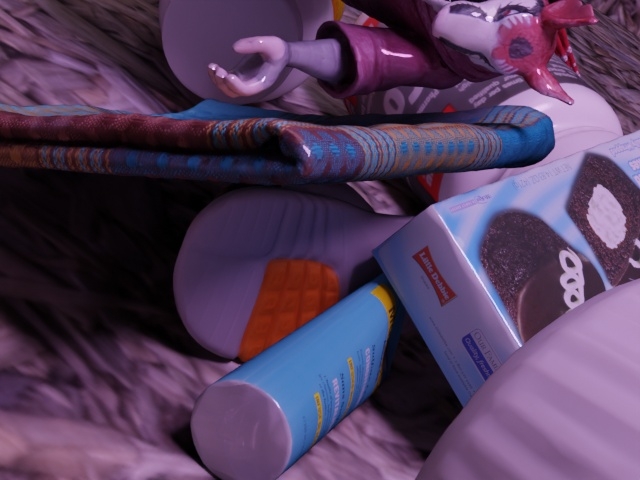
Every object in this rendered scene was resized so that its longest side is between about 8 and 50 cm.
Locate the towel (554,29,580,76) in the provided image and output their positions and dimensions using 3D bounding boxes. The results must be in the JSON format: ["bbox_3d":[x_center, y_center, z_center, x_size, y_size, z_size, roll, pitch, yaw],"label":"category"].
[{"bbox_3d":[0.214,-0.138,1.314,0.275,0.031,0.199,62,0,-37],"label":"towel"}]

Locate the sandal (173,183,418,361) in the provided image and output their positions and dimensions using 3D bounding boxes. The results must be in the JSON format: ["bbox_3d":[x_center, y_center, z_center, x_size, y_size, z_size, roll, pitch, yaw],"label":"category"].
[{"bbox_3d":[-0.004,0.009,0.792,0.076,0.102,0.265,37,18,33],"label":"sandal"}]

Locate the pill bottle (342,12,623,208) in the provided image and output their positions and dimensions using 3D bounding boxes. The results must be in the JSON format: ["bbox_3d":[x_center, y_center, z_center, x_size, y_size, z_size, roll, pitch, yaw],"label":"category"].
[{"bbox_3d":[0.141,-0.085,1.106,0.161,0.161,0.283,15,26,-37],"label":"pill bottle"}]

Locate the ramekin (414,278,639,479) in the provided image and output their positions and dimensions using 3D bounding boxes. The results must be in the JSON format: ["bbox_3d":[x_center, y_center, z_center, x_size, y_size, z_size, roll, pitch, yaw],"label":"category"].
[{"bbox_3d":[0.138,0.133,0.497,0.273,0.272,0.127,12,16,-42],"label":"ramekin"}]

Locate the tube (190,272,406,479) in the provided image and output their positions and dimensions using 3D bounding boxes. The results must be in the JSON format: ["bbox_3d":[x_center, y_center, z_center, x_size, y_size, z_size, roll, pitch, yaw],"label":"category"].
[{"bbox_3d":[0.004,0.067,0.713,0.052,0.080,0.207,24,22,18],"label":"tube"}]

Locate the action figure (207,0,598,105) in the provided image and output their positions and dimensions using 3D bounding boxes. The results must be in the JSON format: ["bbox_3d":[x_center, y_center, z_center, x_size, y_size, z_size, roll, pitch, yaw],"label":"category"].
[{"bbox_3d":[0.046,-0.180,0.878,0.370,0.248,0.276,48,9,35],"label":"action figure"}]

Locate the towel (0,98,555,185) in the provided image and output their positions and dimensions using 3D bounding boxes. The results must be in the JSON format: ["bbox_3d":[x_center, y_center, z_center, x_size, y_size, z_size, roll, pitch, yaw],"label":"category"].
[{"bbox_3d":[-0.044,-0.060,0.758,0.271,0.040,0.370,4,6,25],"label":"towel"}]

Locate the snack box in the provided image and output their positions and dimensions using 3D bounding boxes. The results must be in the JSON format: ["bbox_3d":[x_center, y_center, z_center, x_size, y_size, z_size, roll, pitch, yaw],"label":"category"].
[{"bbox_3d":[0.188,0.036,0.831,0.322,0.060,0.187,-20,76,-48],"label":"snack box"}]

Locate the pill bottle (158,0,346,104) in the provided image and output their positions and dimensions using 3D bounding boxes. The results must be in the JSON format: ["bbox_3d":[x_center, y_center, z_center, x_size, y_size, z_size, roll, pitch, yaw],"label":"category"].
[{"bbox_3d":[-0.053,-0.189,1.099,0.136,0.136,0.245,30,21,-5],"label":"pill bottle"}]
